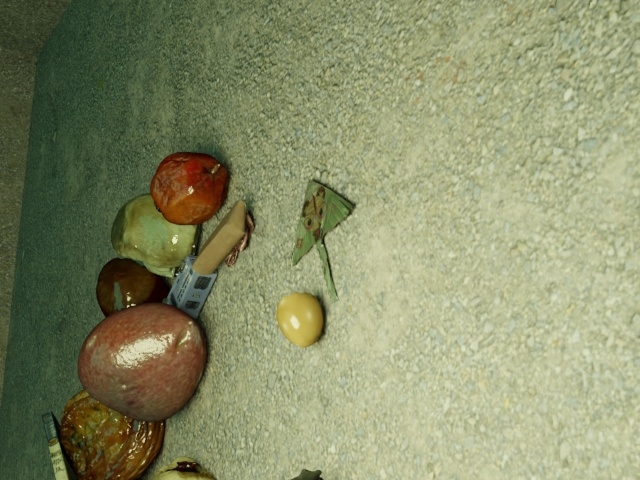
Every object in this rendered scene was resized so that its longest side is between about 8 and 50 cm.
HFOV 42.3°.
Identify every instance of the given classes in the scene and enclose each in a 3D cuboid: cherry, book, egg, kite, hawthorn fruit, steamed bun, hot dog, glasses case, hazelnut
[{"bbox_3d":[-0.372,0.253,1.761,0.307,0.261,0.221,-44,29,21],"label":"cherry"},{"bbox_3d":[-0.614,0.668,2.094,0.428,0.039,0.300,49,156,52],"label":"book"},{"bbox_3d":[-0.033,0.135,1.401,0.080,0.080,0.096,-45,61,44],"label":"egg"},{"bbox_3d":[-0.001,0.000,1.452,0.229,0.012,0.250,-47,44,47],"label":"kite"},{"bbox_3d":[-0.290,-0.115,1.822,0.179,0.173,0.174,22,100,59],"label":"hawthorn fruit"},{"bbox_3d":[-0.285,0.513,1.669,0.155,0.140,0.172,-120,51,-65],"label":"steamed bun"},{"bbox_3d":[-0.518,0.501,1.996,0.387,0.174,0.267,-52,55,39],"label":"hot dog"},{"bbox_3d":[-0.189,-0.004,1.725,0.193,0.070,0.102,-45,18,46],"label":"glasses case"},{"bbox_3d":[-0.462,0.127,2.025,0.202,0.160,0.170,46,121,42],"label":"hazelnut"}]

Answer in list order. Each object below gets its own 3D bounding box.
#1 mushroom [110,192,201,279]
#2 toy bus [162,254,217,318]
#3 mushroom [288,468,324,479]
[{"bbox_3d":[-0.401,-0.030,1.968,0.267,0.164,0.190,42,116,58],"label":"mushroom"},{"bbox_3d":[-0.291,0.116,1.835,0.167,0.073,0.076,-63,37,25],"label":"toy bus"},{"bbox_3d":[-0.123,0.557,1.342,0.397,0.224,0.314,-35,66,59],"label":"mushroom"}]
